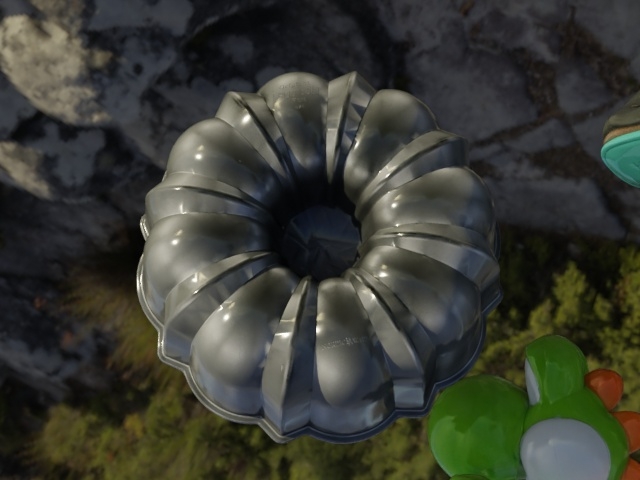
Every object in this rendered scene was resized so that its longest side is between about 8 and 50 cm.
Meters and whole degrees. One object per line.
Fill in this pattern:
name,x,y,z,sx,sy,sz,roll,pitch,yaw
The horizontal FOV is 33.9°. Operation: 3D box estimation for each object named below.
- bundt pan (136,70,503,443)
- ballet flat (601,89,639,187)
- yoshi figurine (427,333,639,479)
bundt pan,0.000,0.000,0.880,0.330,0.331,0.124,22,164,6
ballet flat,0.294,-0.088,0.690,0.095,0.096,0.280,43,167,-22
yoshi figurine,0.189,0.273,0.977,0.202,0.362,0.203,3,164,-14
